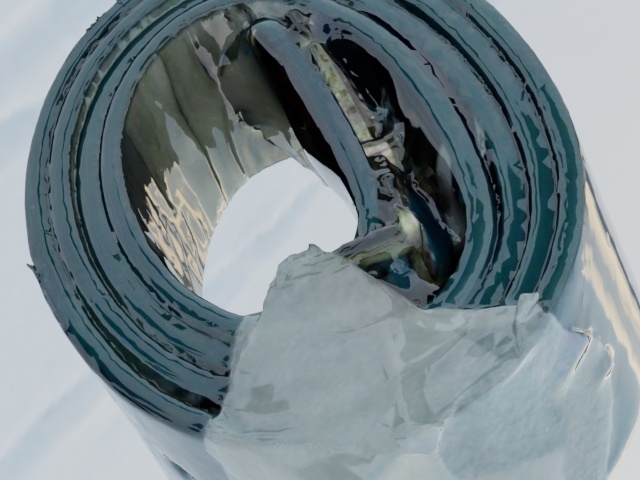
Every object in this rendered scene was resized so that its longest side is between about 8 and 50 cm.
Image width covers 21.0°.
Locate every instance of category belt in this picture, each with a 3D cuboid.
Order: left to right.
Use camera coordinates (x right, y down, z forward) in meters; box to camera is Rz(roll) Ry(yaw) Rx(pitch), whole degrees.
[{"bbox_3d":[0.000,0.000,0.988,0.300,0.436,0.173,-31,130,-1],"label":"belt"}]
